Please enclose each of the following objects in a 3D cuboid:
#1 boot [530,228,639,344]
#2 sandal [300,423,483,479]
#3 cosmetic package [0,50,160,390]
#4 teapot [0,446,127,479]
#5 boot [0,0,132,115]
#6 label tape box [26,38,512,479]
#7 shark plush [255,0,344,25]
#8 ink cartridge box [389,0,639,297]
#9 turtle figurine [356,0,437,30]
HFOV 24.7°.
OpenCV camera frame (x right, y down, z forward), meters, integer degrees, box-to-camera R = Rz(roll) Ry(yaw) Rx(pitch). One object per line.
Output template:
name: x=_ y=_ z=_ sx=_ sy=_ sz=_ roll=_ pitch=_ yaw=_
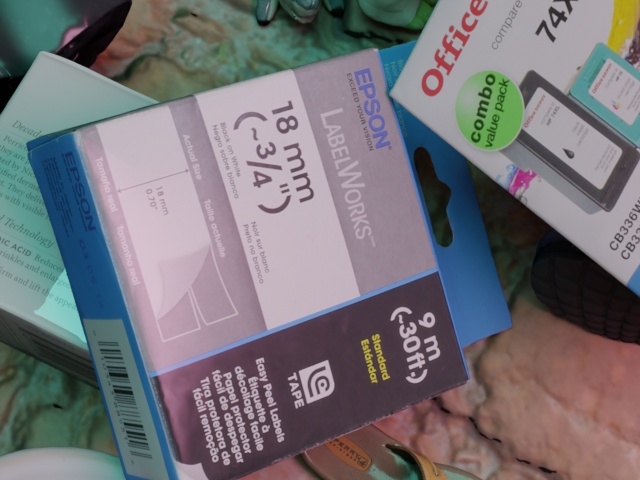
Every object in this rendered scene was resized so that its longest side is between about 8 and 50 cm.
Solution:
boot: x=0.327 y=-0.033 z=1.115 sx=0.338 sy=0.118 sz=0.223 roll=7 pitch=64 yaw=-4
sandal: x=0.060 y=0.177 z=1.063 sx=0.180 sy=0.049 sz=0.072 roll=31 pitch=74 yaw=11
cosmetic package: x=-0.173 y=-0.007 z=1.076 sx=0.151 sy=0.151 sz=0.184 roll=24 pitch=72 yaw=9
teapot: x=-0.183 y=0.273 z=0.971 sx=0.252 sy=0.187 sz=0.256 roll=13 pitch=44 yaw=-14
boot: x=-0.310 y=-0.320 z=1.124 sx=0.367 sy=0.146 sz=0.445 roll=-44 pitch=80 yaw=15
label tape box: x=0.000 y=0.000 z=0.994 sx=0.333 sy=0.106 sz=0.240 roll=-19 pitch=96 yaw=-27
shark plush: x=-0.014 y=-0.249 z=1.201 sx=0.073 sy=0.067 sz=0.161 roll=4 pitch=71 yaw=2
ink cartridge box: x=0.229 y=-0.102 z=0.940 sx=0.270 sy=0.197 sz=0.198 roll=41 pitch=119 yaw=26
turtle figurine: x=0.129 y=-0.289 z=1.117 sx=0.274 sy=0.266 sz=0.198 roll=-37 pitch=84 yaw=-27
